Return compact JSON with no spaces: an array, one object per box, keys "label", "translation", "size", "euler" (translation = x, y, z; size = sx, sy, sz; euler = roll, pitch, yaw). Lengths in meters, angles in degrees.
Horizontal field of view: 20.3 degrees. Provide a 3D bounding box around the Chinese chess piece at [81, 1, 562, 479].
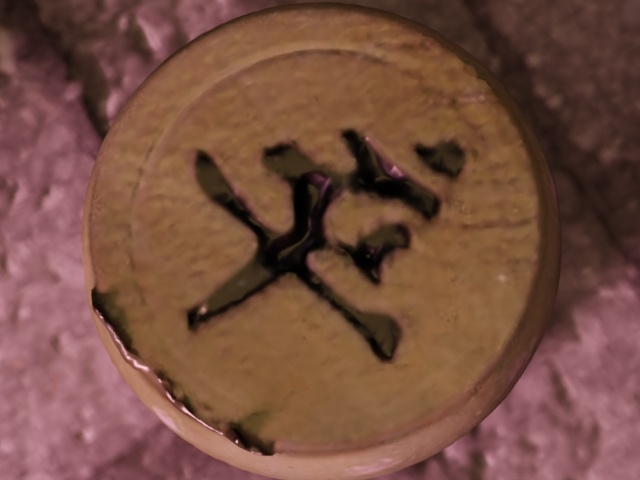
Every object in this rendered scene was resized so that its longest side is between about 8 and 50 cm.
[{"label":"Chinese chess piece","translation":[0.000,0.000,0.699],"size":[0.188,0.083,0.188],"euler":[-1,78,5]}]
